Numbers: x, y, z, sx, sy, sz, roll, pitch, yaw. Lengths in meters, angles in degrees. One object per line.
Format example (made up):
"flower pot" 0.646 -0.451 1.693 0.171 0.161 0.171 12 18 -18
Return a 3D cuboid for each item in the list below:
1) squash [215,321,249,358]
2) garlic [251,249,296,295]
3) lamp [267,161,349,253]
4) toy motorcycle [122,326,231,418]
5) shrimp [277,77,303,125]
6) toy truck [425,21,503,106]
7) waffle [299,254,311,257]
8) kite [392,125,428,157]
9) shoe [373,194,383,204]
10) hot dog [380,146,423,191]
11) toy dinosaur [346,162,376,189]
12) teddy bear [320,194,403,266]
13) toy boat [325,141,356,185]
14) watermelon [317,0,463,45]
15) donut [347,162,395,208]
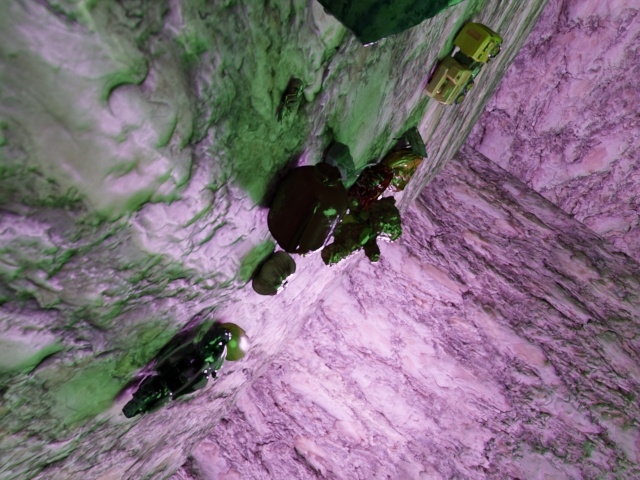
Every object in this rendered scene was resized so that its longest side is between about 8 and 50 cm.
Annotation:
"squash" -0.296 0.327 1.394 0.123 0.123 0.187 -46 168 -19
"garlic" -0.141 0.113 1.351 0.159 0.102 0.147 -48 169 -7
"lamp" -0.035 -0.067 1.035 0.180 0.180 0.258 -33 157 -54
"toy motorcycle" -0.376 0.364 1.171 0.327 0.143 0.188 -40 165 -14
"shrimp" -0.053 -0.256 0.781 0.092 0.029 0.038 -53 177 35
"toy truck" 0.464 -0.586 1.429 0.157 0.124 0.272 -19 150 -49
"waffle" -0.013 -0.016 1.548 0.194 0.051 0.149 -49 169 -4
"kite" 0.356 -0.379 1.678 0.015 0.141 0.245 -25 180 42
"shoe" 0.243 -0.202 1.904 0.195 0.079 0.078 64 30 -68
"hot dog" 0.337 -0.305 1.782 0.272 0.122 0.196 -30 150 -61
"toy dinosaur" 0.102 -0.207 1.416 0.208 0.039 0.082 -35 167 -16
"teddy bear" 0.135 -0.036 1.449 0.222 0.246 0.296 -29 169 35
"toy boat" 0.056 -0.185 1.221 0.078 0.085 0.260 -48 167 -14
"watermelon" 0.140 -0.385 0.584 0.283 0.250 0.292 -49 166 15
"donut" 0.185 -0.200 1.618 0.235 0.089 0.235 -46 167 -14
